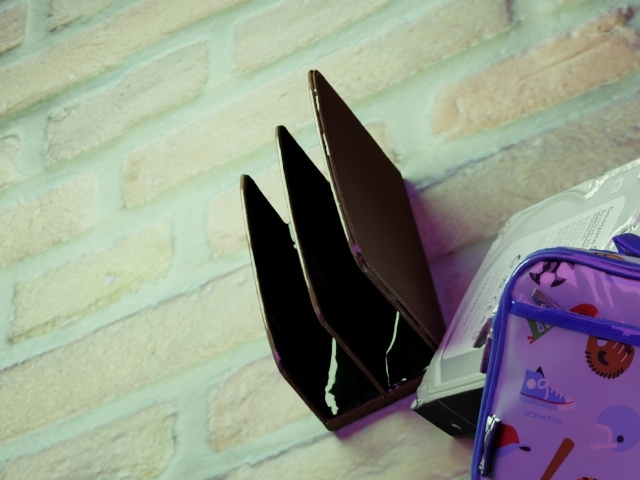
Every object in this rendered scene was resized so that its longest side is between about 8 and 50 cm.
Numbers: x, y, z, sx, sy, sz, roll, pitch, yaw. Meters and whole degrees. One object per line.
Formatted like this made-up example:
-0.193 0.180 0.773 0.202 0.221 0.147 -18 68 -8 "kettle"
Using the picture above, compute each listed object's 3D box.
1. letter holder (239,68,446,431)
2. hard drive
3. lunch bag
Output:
0.000 0.000 1.786 0.152 0.214 0.302 -27 43 14 "letter holder"
0.220 0.049 1.572 0.237 0.064 0.339 -60 14 -21 "hard drive"
0.257 0.125 1.288 0.303 0.115 0.243 13 95 28 "lunch bag"
